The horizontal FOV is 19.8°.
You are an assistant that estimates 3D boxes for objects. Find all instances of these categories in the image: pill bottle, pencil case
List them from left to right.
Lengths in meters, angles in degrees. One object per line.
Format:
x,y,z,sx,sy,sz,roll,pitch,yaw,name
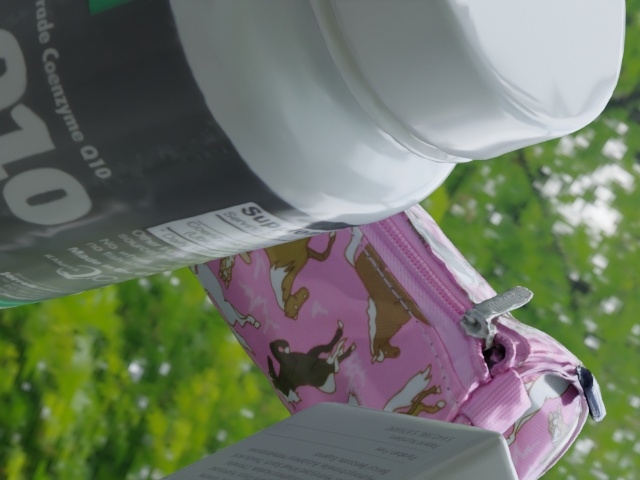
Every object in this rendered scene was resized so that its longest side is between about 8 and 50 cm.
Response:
-0.054,-0.094,0.870,0.361,0.204,0.204,-14,-124,36,pill bottle
0.000,0.000,1.113,0.167,0.160,0.386,-47,-121,16,pencil case

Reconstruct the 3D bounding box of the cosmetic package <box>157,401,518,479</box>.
-0.019,0.165,0.655,0.151,0.183,0.151,0,-69,66,cosmetic package
